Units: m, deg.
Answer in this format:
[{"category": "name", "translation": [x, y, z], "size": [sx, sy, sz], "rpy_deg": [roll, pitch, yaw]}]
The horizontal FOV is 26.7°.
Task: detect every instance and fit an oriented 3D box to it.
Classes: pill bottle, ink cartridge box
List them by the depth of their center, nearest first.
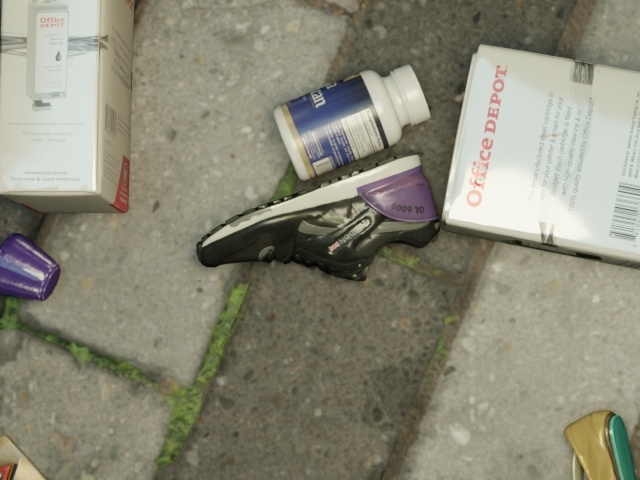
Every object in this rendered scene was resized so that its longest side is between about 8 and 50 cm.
[{"category": "ink cartridge box", "translation": [-0.285, -0.180, 1.538], "size": [0.117, 0.207, 0.282], "rpy_deg": [1, 85, 2]}, {"category": "ink cartridge box", "translation": [0.296, -0.089, 1.540], "size": [0.289, 0.121, 0.211], "rpy_deg": [12, 86, 4]}, {"category": "pill bottle", "translation": [0.037, -0.142, 1.573], "size": [0.169, 0.094, 0.094], "rpy_deg": [-22, 85, 1]}]

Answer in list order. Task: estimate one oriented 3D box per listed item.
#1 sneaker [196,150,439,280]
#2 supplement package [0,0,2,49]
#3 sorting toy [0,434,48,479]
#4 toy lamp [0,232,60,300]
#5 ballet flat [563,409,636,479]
[{"category": "sneaker", "translation": [0.000, 0.000, 1.562], "size": [0.283, 0.107, 0.124], "rpy_deg": [-20, 91, 2]}, {"category": "supplement package", "translation": [-0.461, -0.225, 1.567], "size": [0.178, 0.175, 0.292], "rpy_deg": [12, 86, 5]}, {"category": "sorting toy", "translation": [-0.386, 0.315, 1.585], "size": [0.132, 0.046, 0.274], "rpy_deg": [-43, 84, -1]}, {"category": "toy lamp", "translation": [-0.440, -0.003, 1.598], "size": [0.275, 0.080, 0.080], "rpy_deg": [22, 87, 6]}, {"category": "ballet flat", "translation": [0.337, 0.310, 1.542], "size": [0.073, 0.080, 0.232], "rpy_deg": [-18, 81, 30]}]
